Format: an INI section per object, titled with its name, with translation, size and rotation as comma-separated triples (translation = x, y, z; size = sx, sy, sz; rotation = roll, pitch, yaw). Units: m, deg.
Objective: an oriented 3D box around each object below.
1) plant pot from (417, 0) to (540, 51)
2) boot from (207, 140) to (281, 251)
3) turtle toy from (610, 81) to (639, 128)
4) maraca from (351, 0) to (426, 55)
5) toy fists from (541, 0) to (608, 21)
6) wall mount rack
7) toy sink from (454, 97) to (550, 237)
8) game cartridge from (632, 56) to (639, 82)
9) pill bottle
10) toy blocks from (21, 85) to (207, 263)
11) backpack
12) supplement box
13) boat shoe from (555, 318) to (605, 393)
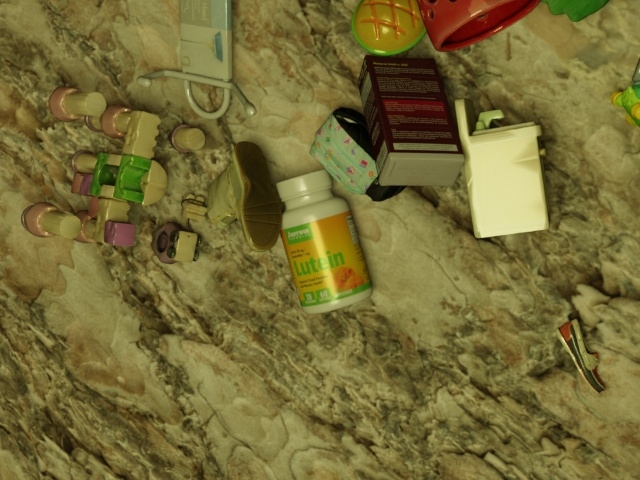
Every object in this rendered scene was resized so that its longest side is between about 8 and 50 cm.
[plant pot]
translation = 0.242, -0.427, 1.387
size = 0.191, 0.191, 0.174
rotation = -23, 85, 17
[boot]
translation = -0.146, -0.053, 1.567
size = 0.165, 0.077, 0.213
rotation = -42, 55, 51
[turtle toy]
translation = 0.543, -0.211, 1.396
size = 0.066, 0.095, 0.130
rotation = -43, 117, 11
[maraca]
translation = 0.139, -0.399, 1.486
size = 0.186, 0.099, 0.127
rotation = -40, 81, -8
[toy fists]
translation = 0.382, -0.493, 1.385
size = 0.142, 0.096, 0.279
rotation = -32, 89, 49
[wall mount rack]
translation = -0.201, -0.363, 1.508
size = 0.304, 0.130, 0.350
rotation = 17, 119, 30
[toy sink]
translation = 0.317, -0.134, 1.440
size = 0.131, 0.153, 0.234
rotation = -8, 94, 17
[game cartridge]
translation = 0.649, -0.373, 1.366
size = 0.198, 0.062, 0.297
rotation = 20, 102, 17
[pill bottle]
translation = 0.000, 0.000, 1.554
size = 0.136, 0.136, 0.245
rotation = -15, 93, 17
[toy blocks]
translation = -0.408, -0.122, 1.640
size = 0.260, 0.309, 0.288
rotation = 10, 88, 47
[backpack]
translation = 0.071, -0.153, 1.515
size = 0.182, 0.152, 0.115
rotation = 43, 110, 12
[supplement box]
translation = 0.147, -0.203, 1.428
size = 0.130, 0.073, 0.239
rotation = 1, 55, -13
[boat shoe]
translation = 0.466, 0.205, 1.498
size = 0.043, 0.049, 0.137
rotation = -31, 83, 15
